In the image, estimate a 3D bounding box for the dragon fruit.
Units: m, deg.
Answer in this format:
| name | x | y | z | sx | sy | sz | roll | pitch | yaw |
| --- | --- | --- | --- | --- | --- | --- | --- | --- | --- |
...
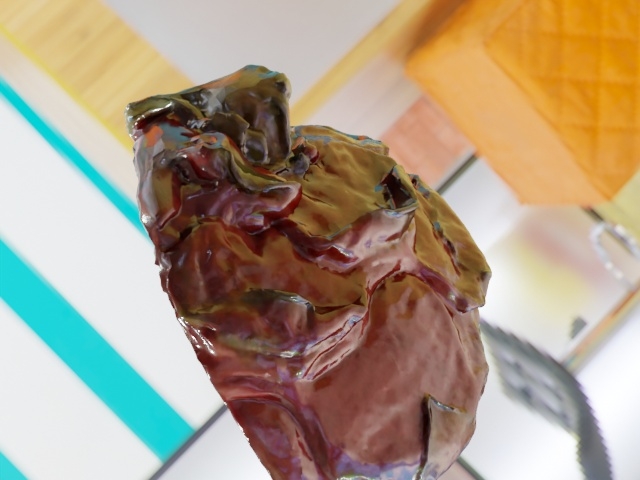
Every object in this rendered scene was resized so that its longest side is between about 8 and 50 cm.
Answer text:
| name | x | y | z | sx | sy | sz | roll | pitch | yaw |
| --- | --- | --- | --- | --- | --- | --- | --- | --- | --- |
| dragon fruit | 0.000 | 0.000 | 0.865 | 0.205 | 0.152 | 0.317 | 56 | -171 | -44 |
